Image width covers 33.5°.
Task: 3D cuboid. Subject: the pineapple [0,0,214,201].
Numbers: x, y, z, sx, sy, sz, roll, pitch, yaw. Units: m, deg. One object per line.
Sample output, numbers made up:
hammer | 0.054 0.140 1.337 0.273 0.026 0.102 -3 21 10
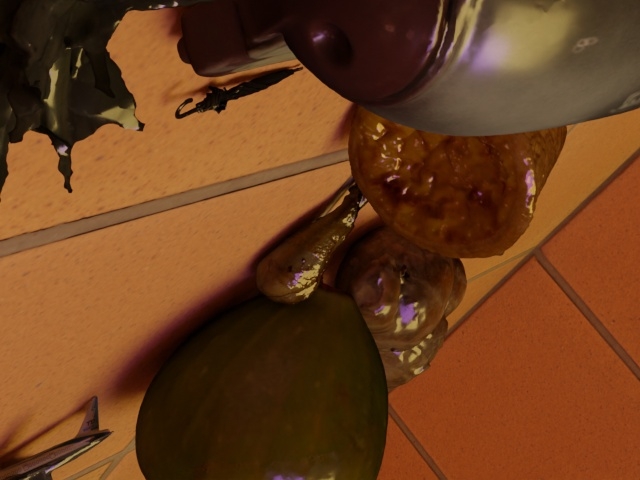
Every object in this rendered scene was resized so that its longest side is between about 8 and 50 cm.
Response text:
pineapple | -0.075 -0.150 0.463 0.364 0.165 0.165 -38 167 31

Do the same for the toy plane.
toy plane | -0.333 0.262 1.194 0.226 0.058 0.226 -33 180 -19

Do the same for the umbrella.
umbrella | -0.061 -0.112 0.805 0.149 0.022 0.022 -27 157 -51

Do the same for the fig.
fig | -0.054 0.195 1.265 0.316 0.316 0.316 -35 165 -11

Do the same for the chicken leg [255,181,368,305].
chicken leg | 0.000 0.000 1.205 0.178 0.070 0.093 -50 169 6

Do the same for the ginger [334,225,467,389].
ginger | 0.101 0.078 1.475 0.256 0.176 0.375 -55 164 -7

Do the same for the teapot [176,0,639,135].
teapot | 0.077 -0.167 0.652 0.312 0.233 0.315 -20 -174 -39

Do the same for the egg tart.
egg tart | 0.145 -0.095 1.015 0.147 0.202 0.202 -37 168 -42
